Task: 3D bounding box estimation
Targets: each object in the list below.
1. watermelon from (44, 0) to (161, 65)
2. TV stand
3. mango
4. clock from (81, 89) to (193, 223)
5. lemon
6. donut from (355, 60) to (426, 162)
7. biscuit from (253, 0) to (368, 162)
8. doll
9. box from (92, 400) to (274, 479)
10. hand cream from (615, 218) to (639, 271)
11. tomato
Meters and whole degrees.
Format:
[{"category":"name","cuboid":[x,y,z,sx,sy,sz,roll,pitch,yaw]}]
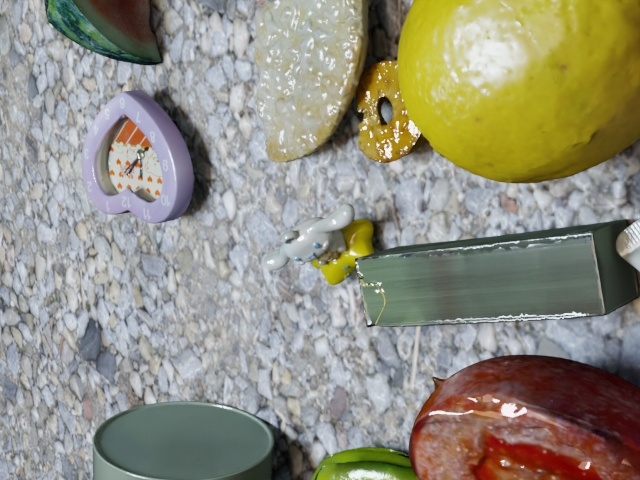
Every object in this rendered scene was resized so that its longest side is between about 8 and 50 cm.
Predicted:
[{"category":"watermelon","cuboid":[-0.307,-0.329,1.240,0.136,0.207,0.202,-11,74,14]},{"category":"TV stand","cuboid":[0.169,0.037,0.955,0.269,0.088,0.083,-6,96,40]},{"category":"mango","cuboid":[0.067,0.287,1.103,0.165,0.074,0.091,-2,92,27]},{"category":"clock","cuboid":[-0.240,-0.116,1.278,0.198,0.064,0.172,10,105,38]},{"category":"lemon","cuboid":[0.188,-0.167,0.806,0.263,0.236,0.236,-10,92,30]},{"category":"donut","cuboid":[0.082,-0.138,1.022,0.097,0.043,0.108,5,101,39]},{"category":"biscuit","cuboid":[-0.017,-0.208,1.071,0.188,0.040,0.265,50,130,36]},{"category":"doll","cuboid":[0.005,-0.004,1.068,0.135,0.113,0.072,125,138,-54]},{"category":"box","cuboid":[-0.175,0.316,1.204,0.226,0.226,0.149,15,108,37]},{"category":"hand cream","cuboid":[0.412,0.085,0.761,0.185,0.118,0.359,-45,64,29]},{"category":"tomato","cuboid":[0.238,0.208,0.883,0.309,0.170,0.309,14,133,16]}]
